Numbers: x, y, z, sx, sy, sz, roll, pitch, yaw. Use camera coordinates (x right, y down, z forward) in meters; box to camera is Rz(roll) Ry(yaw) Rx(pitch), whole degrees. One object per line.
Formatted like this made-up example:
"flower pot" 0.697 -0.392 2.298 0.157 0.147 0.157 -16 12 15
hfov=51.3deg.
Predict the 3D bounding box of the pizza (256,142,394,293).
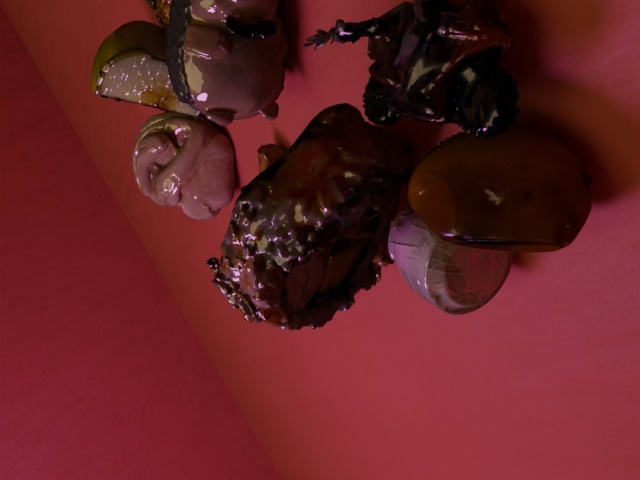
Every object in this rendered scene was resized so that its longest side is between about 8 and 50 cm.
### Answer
"pizza" 0.000 0.000 1.435 0.406 0.130 0.440 11 127 61

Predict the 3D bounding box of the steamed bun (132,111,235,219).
"steamed bun" -0.393 -0.200 1.852 0.372 0.230 0.325 12 130 56

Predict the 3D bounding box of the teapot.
"teapot" 0.183 -0.011 1.038 0.178 0.163 0.222 34 145 56

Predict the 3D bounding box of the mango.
"mango" 0.228 -0.068 0.870 0.235 0.167 0.136 3 168 26

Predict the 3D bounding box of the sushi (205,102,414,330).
"sushi" 0.007 -0.021 1.103 0.175 0.417 0.418 36 147 22

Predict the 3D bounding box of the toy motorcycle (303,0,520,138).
"toy motorcycle" 0.121 -0.256 0.909 0.401 0.134 0.207 22 106 57

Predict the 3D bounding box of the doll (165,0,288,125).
"doll" -0.165 -0.393 1.224 0.247 0.247 0.350 26 122 51

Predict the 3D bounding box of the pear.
"pear" -0.418 -0.450 1.664 0.292 0.292 0.159 46 126 28

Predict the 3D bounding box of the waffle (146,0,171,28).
"waffle" -0.363 -0.585 1.538 0.281 0.060 0.262 63 166 8
